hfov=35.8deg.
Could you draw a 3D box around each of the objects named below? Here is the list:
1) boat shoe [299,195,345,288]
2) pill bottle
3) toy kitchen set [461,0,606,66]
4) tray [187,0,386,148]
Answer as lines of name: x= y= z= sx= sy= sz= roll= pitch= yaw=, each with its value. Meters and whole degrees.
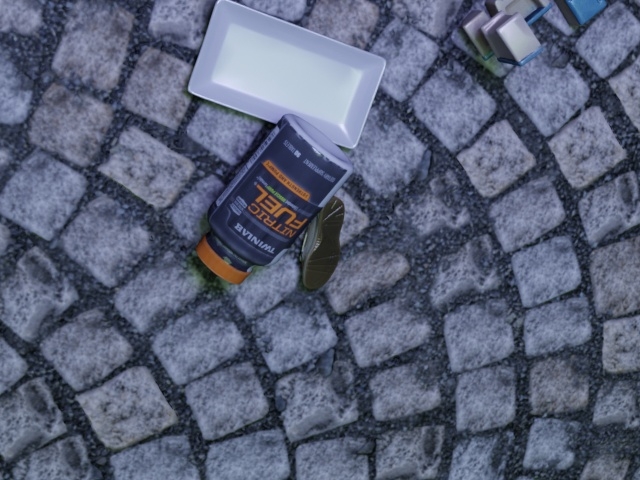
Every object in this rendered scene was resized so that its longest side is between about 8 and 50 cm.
boat shoe: x=-0.002 y=-0.001 z=1.529 sx=0.056 sy=0.048 sz=0.153 roll=-1 pitch=112 yaw=-27
pill bottle: x=-0.075 y=-0.052 z=1.435 sx=0.130 sy=0.130 sz=0.245 roll=35 pitch=104 yaw=-20
toy kitchen set: x=0.338 y=-0.329 z=1.461 sx=0.207 sy=0.166 sz=0.122 roll=-40 pitch=110 yaw=-2
tray: x=-0.048 y=-0.243 z=1.455 sx=0.270 sy=0.030 sz=0.145 roll=17 pitch=100 yaw=-18
